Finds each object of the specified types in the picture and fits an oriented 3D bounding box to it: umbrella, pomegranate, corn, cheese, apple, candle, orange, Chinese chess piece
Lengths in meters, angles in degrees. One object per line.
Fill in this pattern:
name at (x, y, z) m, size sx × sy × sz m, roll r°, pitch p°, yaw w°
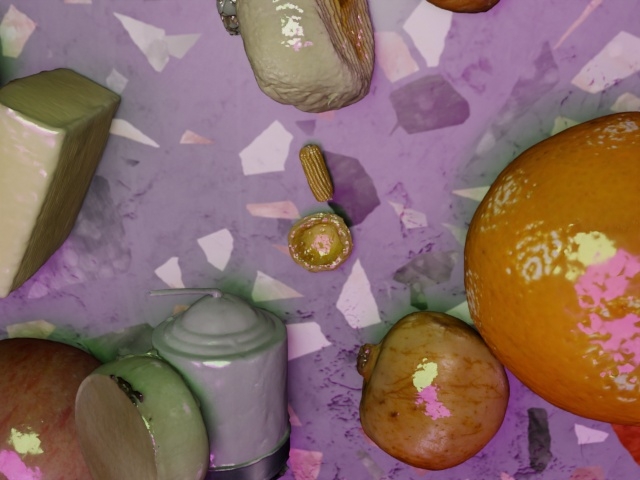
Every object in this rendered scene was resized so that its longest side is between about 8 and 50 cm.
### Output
umbrella at (-0.117, -0.340, 0.933) m, size 0.067 × 0.062 × 0.143 m, roll -26°, pitch 107°, yaw -17°
pomegranate at (0.163, 0.225, 1.024) m, size 0.248 × 0.248 × 0.248 m, roll 2°, pitch 110°, yaw 6°
corn at (-0.006, -0.101, 1.017) m, size 0.037 × 0.037 × 0.092 m, roll -17°, pitch 107°, yaw 12°
cheese at (-0.407, -0.089, 0.955) m, size 0.124 × 0.242 × 0.265 m, roll 28°, pitch 111°, yaw -4°
apple at (-0.478, 0.327, 1.105) m, size 0.345 × 0.269 × 0.344 m, roll 2°, pitch 112°, yaw 5°
candle at (-0.152, 0.222, 1.059) m, size 0.221 × 0.221 × 0.342 m, roll 4°, pitch 109°, yaw 5°
orange at (0.401, 0.044, 0.872) m, size 0.424 × 0.326 × 0.424 m, roll 2°, pitch 112°, yaw 4°
Chinese chess piece at (-0.252, 0.273, 0.950) m, size 0.238 × 0.092 × 0.237 m, roll 13°, pitch 110°, yaw 41°

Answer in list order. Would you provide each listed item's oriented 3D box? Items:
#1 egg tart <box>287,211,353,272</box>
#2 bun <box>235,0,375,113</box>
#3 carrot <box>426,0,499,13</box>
egg tart at (0.000, 0.000, 1.052) m, size 0.105 × 0.039 × 0.105 m, roll 2°, pitch 111°, yaw 5°
bun at (-0.024, -0.277, 0.875) m, size 0.153 × 0.244 × 0.244 m, roll -9°, pitch 110°, yaw 31°
carrot at (0.140, -0.366, 0.847) m, size 0.225 × 0.159 × 0.159 m, roll 37°, pitch 111°, yaw -27°
